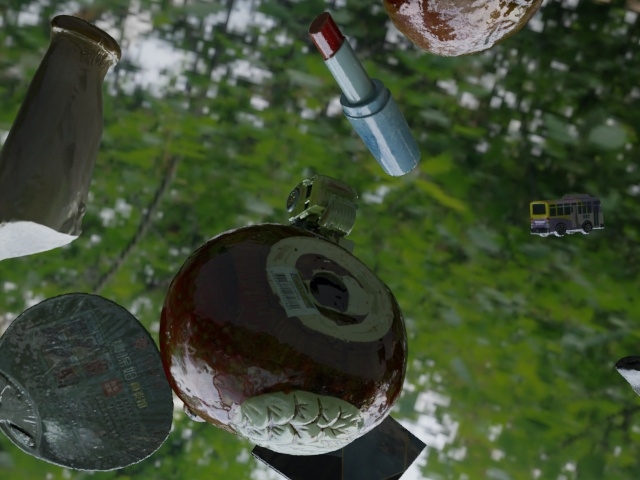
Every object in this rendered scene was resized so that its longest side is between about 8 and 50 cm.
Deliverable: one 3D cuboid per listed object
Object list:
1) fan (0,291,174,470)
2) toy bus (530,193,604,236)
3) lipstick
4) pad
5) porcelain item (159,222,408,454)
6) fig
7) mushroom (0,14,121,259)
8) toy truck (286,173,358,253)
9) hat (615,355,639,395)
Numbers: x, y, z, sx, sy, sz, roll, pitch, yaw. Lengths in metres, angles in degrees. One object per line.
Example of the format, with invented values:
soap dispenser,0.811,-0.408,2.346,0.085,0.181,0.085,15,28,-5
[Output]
fan,-0.302,0.153,1.466,0.294,0.223,0.012,7,-156,-11
toy bus,0.358,-0.037,1.953,0.102,0.058,0.052,-6,-177,-26
lipstick,0.054,-0.194,1.774,0.068,0.274,0.061,1,-127,34
pad,0.031,0.299,1.929,0.243,0.163,0.004,40,178,-31
porcelain item,-0.050,0.111,1.304,0.253,0.253,0.253,14,-161,-5
fig,0.200,-0.357,1.782,0.224,0.224,0.263,12,165,-11
mushroom,-0.416,-0.154,2.096,0.154,0.407,0.137,5,164,42
toy truck,0.000,0.000,1.863,0.085,0.191,0.116,20,155,-20
hat,0.586,0.164,1.653,0.366,0.257,0.381,-29,-144,-7
